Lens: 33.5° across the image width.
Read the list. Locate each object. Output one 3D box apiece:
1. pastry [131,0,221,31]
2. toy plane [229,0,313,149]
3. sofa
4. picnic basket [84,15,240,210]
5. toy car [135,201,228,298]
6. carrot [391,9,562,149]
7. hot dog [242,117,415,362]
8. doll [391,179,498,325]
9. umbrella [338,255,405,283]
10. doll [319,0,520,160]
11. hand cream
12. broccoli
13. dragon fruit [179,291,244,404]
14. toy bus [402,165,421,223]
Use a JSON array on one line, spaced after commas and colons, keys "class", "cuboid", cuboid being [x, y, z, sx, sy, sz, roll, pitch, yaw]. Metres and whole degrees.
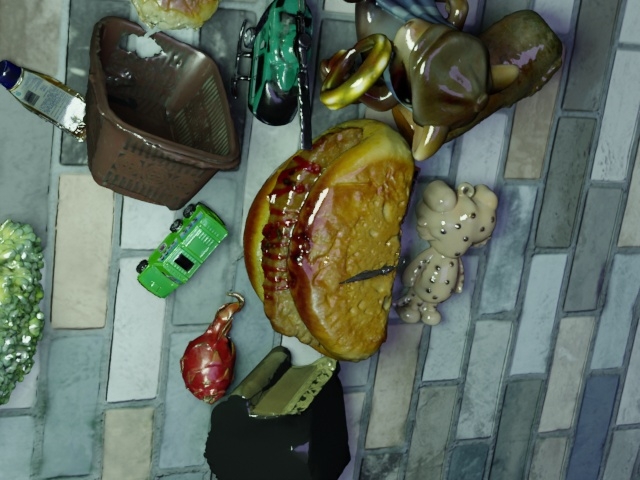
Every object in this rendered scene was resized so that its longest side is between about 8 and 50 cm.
[{"class": "pastry", "cuboid": [-0.210, -0.378, 1.544, 0.153, 0.081, 0.153, -9, 110, -24]}, {"class": "toy plane", "cuboid": [-0.049, -0.324, 1.605, 0.106, 0.155, 0.381, 9, 87, -27]}, {"class": "sofa", "cuboid": [-0.072, 0.328, 1.816, 0.200, 0.182, 0.258, -44, 132, -55]}, {"class": "picnic basket", "cuboid": [-0.243, -0.170, 1.493, 0.222, 0.297, 0.129, 19, 124, -28]}, {"class": "toy car", "cuboid": [-0.219, 0.020, 1.692, 0.165, 0.062, 0.071, -49, 121, -2]}, {"class": "carrot", "cuboid": [0.262, -0.267, 1.784, 0.302, 0.138, 0.138, -31, 119, -1]}, {"class": "hot dog", "cuboid": [0.001, 0.001, 1.720, 0.223, 0.185, 0.405, 1, 107, -27]}, {"class": "doll", "cuboid": [0.210, 0.021, 1.877, 0.154, 0.119, 0.278, 17, 110, -28]}, {"class": "umbrella", "cuboid": [0.083, 0.053, 1.663, 0.122, 0.013, 0.022, -21, 105, -22]}, {"class": "doll", "cuboid": [0.130, -0.286, 1.609, 0.318, 0.339, 0.209, -30, 125, -2]}, {"class": "hand cream", "cuboid": [-0.398, -0.207, 1.546, 0.163, 0.039, 0.062, 33, 90, -36]}, {"class": "broccoli", "cuboid": [-0.517, 0.109, 1.512, 0.246, 0.288, 0.248, 16, 139, -14]}, {"class": "dragon fruit", "cuboid": [-0.177, 0.176, 1.767, 0.094, 0.094, 0.190, 24, 72, -30]}, {"class": "toy bus", "cuboid": [0.139, -0.081, 1.845, 0.043, 0.031, 0.110, 10, 103, -35]}]
